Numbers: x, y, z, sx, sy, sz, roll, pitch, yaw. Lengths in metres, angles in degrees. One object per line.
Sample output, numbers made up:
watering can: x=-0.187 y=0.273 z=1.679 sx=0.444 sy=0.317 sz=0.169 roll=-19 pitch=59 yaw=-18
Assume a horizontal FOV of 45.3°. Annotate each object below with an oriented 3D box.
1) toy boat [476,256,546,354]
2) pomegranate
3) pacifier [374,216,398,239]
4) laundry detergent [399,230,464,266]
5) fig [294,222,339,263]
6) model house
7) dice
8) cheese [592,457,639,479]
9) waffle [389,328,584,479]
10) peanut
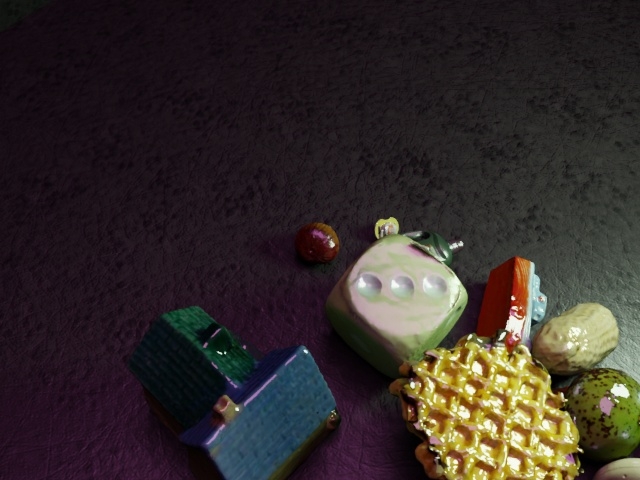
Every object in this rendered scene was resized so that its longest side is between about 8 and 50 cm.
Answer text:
toy boat: x=0.473 y=0.207 z=1.876 sx=0.133 sy=0.145 sz=0.332 roll=31 pitch=53 yaw=-14
pomegranate: x=0.609 y=0.382 z=1.727 sx=0.214 sy=0.214 sz=0.248 roll=-38 pitch=25 yaw=-27
pacifier: x=0.173 y=-0.029 z=2.097 sx=0.083 sy=0.068 sz=0.064 roll=-11 pitch=17 yaw=-33
laundry detergent: x=0.271 y=0.029 z=2.031 sx=0.222 sy=0.078 sz=0.144 roll=-19 pitch=55 yaw=-16
fig: x=-0.011 y=0.007 z=2.038 sx=0.119 sy=0.153 sz=0.119 roll=0 pitch=94 yaw=-2
model house: x=-0.182 y=0.317 z=1.618 sx=0.382 sy=0.342 sz=0.334 roll=36 pitch=60 yaw=23
dice: x=0.175 y=0.155 z=1.795 sx=0.252 sy=0.254 sz=0.250 roll=40 pitch=74 yaw=15
cheese: x=0.691 y=0.498 z=1.602 sx=0.163 sy=0.249 sz=0.071 roll=26 pitch=44 yaw=-2
waffle: x=0.351 y=0.372 z=1.595 sx=0.382 sy=0.095 sz=0.379 roll=-10 pitch=54 yaw=-21
peanut: x=0.599 y=0.236 z=1.813 sx=0.152 sy=0.152 sz=0.313 roll=40 pitch=32 yaw=25
